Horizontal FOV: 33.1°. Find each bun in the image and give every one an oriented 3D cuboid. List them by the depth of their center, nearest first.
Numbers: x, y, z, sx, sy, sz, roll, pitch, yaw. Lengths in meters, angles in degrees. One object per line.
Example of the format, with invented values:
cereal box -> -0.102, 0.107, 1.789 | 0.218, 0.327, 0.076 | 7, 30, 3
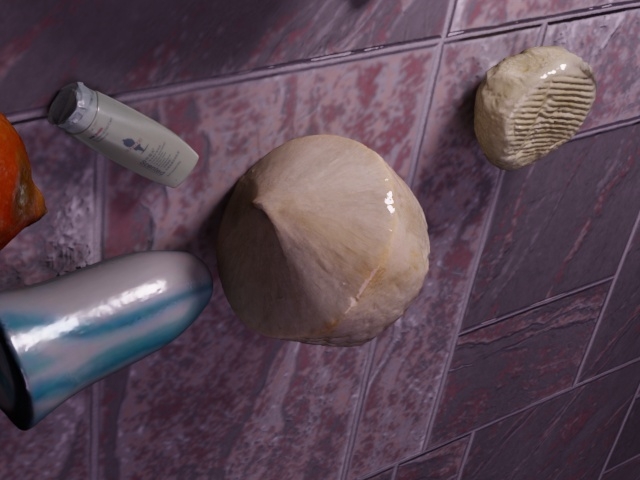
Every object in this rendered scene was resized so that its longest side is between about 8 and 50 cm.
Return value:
bun -> 0.329, -0.219, 1.710 | 0.220, 0.134, 0.220 | -27, 145, -21

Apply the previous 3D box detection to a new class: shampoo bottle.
shampoo bottle -> -0.244, -0.129, 1.353 | 0.072, 0.049, 0.212 | -49, 141, 13

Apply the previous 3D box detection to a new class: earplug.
earplug -> -0.283, 0.102, 1.437 | 0.324, 0.185, 0.185 | -23, 137, -31

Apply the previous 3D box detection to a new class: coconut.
coconut -> 0.000, 0.000, 1.507 | 0.329, 0.329, 0.329 | -23, 137, -24

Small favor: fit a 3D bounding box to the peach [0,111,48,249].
peach -> -0.413, -0.055, 1.136 | 0.257, 0.232, 0.232 | 25, 107, -31
